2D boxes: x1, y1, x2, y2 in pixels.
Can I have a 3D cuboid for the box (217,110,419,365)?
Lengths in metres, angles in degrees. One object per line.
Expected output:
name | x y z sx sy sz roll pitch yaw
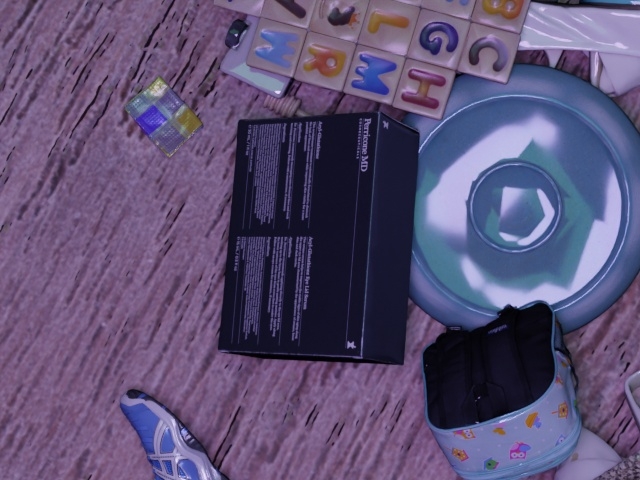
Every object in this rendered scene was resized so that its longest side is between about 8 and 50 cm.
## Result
box | 0.000 0.000 1.504 0.184 0.103 0.261 0 81 34

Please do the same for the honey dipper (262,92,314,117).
honey dipper | 0.010 -0.129 1.594 0.161 0.030 0.030 29 83 3

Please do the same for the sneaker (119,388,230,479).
sneaker | -0.158 0.254 1.514 0.081 0.080 0.211 -38 82 -8

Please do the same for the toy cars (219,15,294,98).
toy cars | -0.058 -0.355 1.602 0.176 0.087 0.393 -13 85 2

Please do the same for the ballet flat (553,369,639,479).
ballet flat | 0.375 0.231 1.497 0.483 0.164 0.182 -35 62 -10

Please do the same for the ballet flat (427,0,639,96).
ballet flat | 0.283 -0.226 1.571 0.400 0.139 0.139 5 82 5

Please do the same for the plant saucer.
plant saucer | 0.215 -0.038 1.533 0.318 0.044 0.317 1 96 6

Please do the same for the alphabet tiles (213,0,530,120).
alphabet tiles | 0.065 -0.298 1.527 0.342 0.011 0.285 17 86 9

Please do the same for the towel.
towel | -0.182 -0.144 1.606 0.060 0.009 0.083 -40 84 -4

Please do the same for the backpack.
backpack | 0.194 0.174 1.461 0.166 0.188 0.144 -18 109 13
